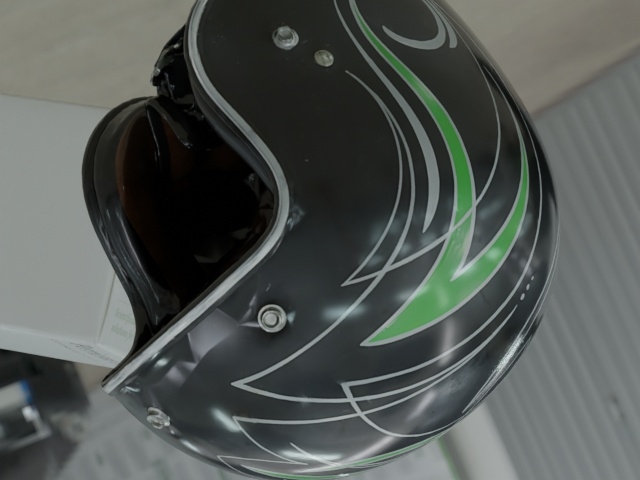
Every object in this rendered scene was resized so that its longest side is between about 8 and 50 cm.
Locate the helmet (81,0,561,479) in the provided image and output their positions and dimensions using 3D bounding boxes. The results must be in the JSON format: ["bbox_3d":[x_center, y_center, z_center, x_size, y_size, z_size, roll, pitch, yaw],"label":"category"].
[{"bbox_3d":[0.000,0.000,0.593,0.169,0.162,0.169,-15,166,-4],"label":"helmet"}]

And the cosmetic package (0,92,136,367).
[{"bbox_3d":[-0.269,-0.019,1.148,0.365,0.155,0.197,10,171,15],"label":"cosmetic package"}]
